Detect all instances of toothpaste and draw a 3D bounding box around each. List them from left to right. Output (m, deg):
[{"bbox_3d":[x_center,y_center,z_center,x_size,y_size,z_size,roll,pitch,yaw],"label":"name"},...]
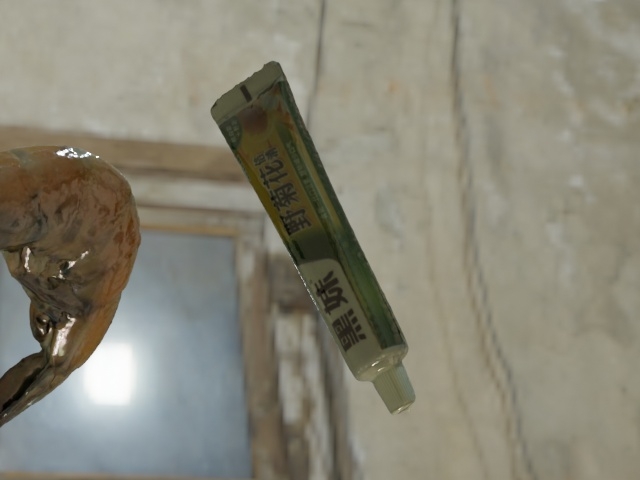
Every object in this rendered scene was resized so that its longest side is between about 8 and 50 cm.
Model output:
[{"bbox_3d":[0.000,0.000,0.905,0.049,0.031,0.204,-34,-112,20],"label":"toothpaste"}]

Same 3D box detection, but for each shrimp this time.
[{"bbox_3d":[-0.219,0.044,0.943,0.051,0.262,0.198,42,-49,44],"label":"shrimp"}]
